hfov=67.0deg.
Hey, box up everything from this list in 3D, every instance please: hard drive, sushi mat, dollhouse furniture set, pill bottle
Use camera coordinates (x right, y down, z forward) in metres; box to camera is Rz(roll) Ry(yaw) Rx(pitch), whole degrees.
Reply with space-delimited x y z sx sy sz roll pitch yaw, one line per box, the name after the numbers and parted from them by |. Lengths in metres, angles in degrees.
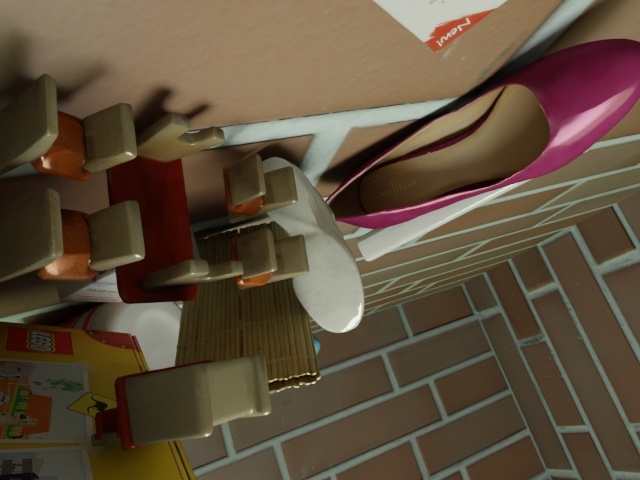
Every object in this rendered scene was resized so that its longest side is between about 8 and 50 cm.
0.250 -0.082 0.803 0.353 0.047 0.233 -30 178 29 | hard drive
-0.096 0.069 0.597 0.152 0.316 0.019 -13 123 -2 | sushi mat
-0.136 0.030 0.411 0.135 0.258 0.262 -16 167 29 | dollhouse furniture set
-0.437 0.261 0.868 0.408 0.228 0.229 -25 164 17 | pill bottle

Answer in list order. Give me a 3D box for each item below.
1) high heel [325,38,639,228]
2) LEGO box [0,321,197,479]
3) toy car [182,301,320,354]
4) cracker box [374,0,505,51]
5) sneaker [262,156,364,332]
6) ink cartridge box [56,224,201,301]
0.168 -0.100 0.566 0.181 0.127 0.377 -21 172 -39 | high heel
-0.311 0.235 0.371 0.373 0.193 0.500 13 -174 -32 | LEGO box
-0.088 0.073 0.826 0.210 0.219 0.237 2 124 -52 | toy car
0.064 -0.199 0.232 0.156 0.067 0.232 -31 162 32 | cracker box
0.000 0.000 0.566 0.080 0.212 0.094 -24 178 19 | sneaker
-0.261 0.033 0.624 0.182 0.061 0.104 -24 164 16 | ink cartridge box
